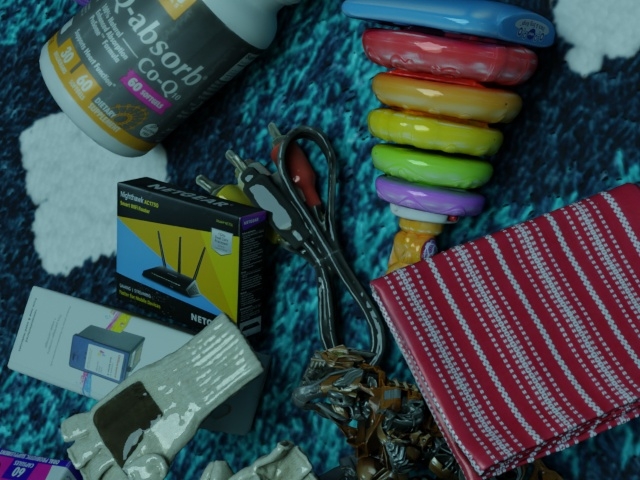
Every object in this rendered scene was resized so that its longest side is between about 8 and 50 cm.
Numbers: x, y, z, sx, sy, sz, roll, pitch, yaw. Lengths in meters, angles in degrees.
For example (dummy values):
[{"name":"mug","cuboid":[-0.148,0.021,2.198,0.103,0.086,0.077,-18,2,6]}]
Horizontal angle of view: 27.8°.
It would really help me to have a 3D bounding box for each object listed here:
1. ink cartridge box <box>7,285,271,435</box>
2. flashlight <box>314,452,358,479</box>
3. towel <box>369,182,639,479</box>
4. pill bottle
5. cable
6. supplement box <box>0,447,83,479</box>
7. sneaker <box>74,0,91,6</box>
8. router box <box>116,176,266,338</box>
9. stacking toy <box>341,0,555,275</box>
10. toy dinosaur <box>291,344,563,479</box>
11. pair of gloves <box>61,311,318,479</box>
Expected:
[{"name":"ink cartridge box","cuboid":[-0.181,0.123,1.315,0.212,0.154,0.093,16,87,30]},{"name":"flashlight","cuboid":[0.077,0.345,1.174,0.103,0.103,0.304,-26,68,-15]},{"name":"towel","cuboid":[0.204,0.070,1.103,0.275,0.031,0.199,-20,67,-16]},{"name":"pill bottle","cuboid":[-0.147,-0.228,1.356,0.278,0.162,0.162,-40,65,17]},{"name":"cable","cuboid":[0.000,0.000,1.314,0.139,0.072,0.287,-38,78,3]},{"name":"supplement box","cuboid":[-0.326,0.335,1.320,0.111,0.114,0.220,4,47,28]},{"name":"sneaker","cuboid":[-0.297,-0.350,1.429,0.095,0.236,0.104,-29,27,5]},{"name":"router box","cuboid":[-0.136,0.017,1.337,0.179,0.046,0.133,15,110,37]},{"name":"stacking toy","cuboid":[0.104,-0.077,1.215,0.165,0.175,0.302,14,100,32]},{"name":"toy dinosaur","cuboid":[0.119,0.208,1.125,0.322,0.218,0.164,14,130,18]},{"name":"pair of gloves","cuboid":[-0.114,0.204,1.135,0.204,0.042,0.240,-35,60,11]}]
